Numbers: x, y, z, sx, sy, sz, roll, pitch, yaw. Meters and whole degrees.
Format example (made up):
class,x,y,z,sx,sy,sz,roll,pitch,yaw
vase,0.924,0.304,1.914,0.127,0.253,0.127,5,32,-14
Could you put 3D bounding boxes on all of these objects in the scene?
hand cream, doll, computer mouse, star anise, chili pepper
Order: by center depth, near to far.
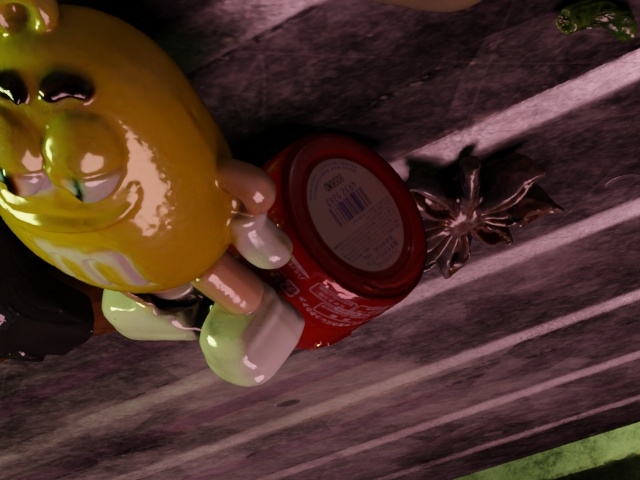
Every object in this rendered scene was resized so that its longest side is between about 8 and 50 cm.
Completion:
class,x,y,z,sx,sy,sz,roll,pitch,yaw
doll,-0.175,-0.026,1.113,0.423,0.161,0.348,37,143,-28
chili pepper,0.244,-0.195,1.158,0.091,0.034,0.030,0,-170,-33
hand cream,0.000,0.000,1.295,0.193,0.193,0.125,7,151,-42
computer mouse,-0.339,0.061,1.315,0.147,0.088,0.264,-18,142,24
star anise,0.142,-0.023,1.471,0.262,0.081,0.230,-36,151,26

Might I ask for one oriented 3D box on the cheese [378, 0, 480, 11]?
class,x,y,z,sx,sy,sz,roll,pitch,yaw
cheese,0.093,-0.232,0.876,0.175,0.091,0.202,3,155,-39

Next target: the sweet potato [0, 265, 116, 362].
class,x,y,z,sx,sy,sz,roll,pitch,yaw
sweet potato,-0.306,0.081,1.465,0.292,0.097,0.097,-22,158,14
